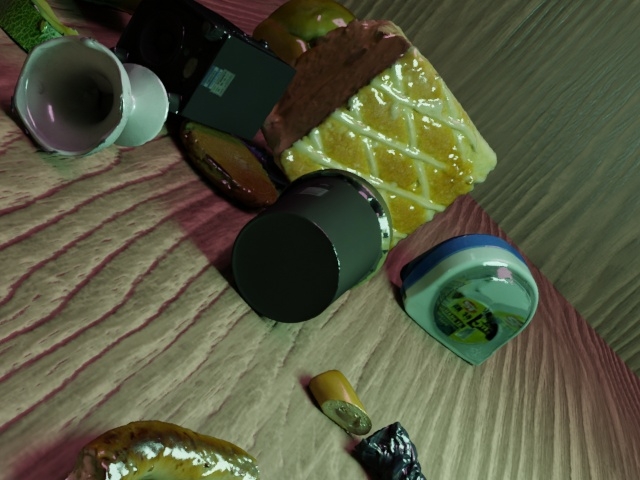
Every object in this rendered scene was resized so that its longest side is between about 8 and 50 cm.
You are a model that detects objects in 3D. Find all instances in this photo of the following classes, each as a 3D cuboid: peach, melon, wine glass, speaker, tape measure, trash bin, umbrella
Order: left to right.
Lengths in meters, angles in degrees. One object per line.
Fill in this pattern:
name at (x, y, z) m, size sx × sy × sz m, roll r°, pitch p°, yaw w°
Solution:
melon at (-0.421, -0.322, 1.335) m, size 0.209 × 0.064 × 0.118 m, roll 34°, pitch 17°, yaw -40°
wine glass at (-0.313, -0.200, 1.177) m, size 0.165 × 0.165 × 0.196 m, roll 48°, pitch 14°, yaw 2°
speaker at (-0.222, -0.336, 1.537) m, size 0.232 × 0.184 × 0.254 m, roll 40°, pitch 14°, yaw 27°
peach at (-0.019, -0.526, 2.284) m, size 0.314 × 0.281 × 0.315 m, roll 41°, pitch 10°, yaw 1°
trash bin at (0.000, 0.000, 1.365) m, size 0.214 × 0.214 × 0.334 m, roll 47°, pitch 24°, yaw -1°
umbrella at (0.134, 0.361, 1.147) m, size 0.224 × 0.080 × 0.071 m, roll 58°, pitch -16°, yaw 12°
tape measure at (0.331, 0.121, 1.787) m, size 0.259 × 0.262 × 0.138 m, roll 36°, pitch 32°, yaw -28°

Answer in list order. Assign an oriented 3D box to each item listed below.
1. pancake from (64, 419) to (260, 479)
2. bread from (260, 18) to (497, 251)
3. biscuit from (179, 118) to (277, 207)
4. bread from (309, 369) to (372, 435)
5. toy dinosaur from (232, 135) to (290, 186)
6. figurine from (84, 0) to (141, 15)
pancake at (-0.120, 0.274, 0.777) m, size 0.266 × 0.057 × 0.244 m, roll 29°, pitch 26°, yaw -44°
bread at (0.107, -0.218, 1.741) m, size 0.390 × 0.371 × 0.279 m, roll 44°, pitch 16°, yaw -35°
biscuit at (-0.171, -0.142, 1.536) m, size 0.226 × 0.042 × 0.226 m, roll 40°, pitch 19°, yaw -16°
bread at (0.029, 0.233, 1.196) m, size 0.062 × 0.049 × 0.103 m, roll 20°, pitch 31°, yaw -54°
toy dinosaur at (-0.123, -0.159, 1.676) m, size 0.197 × 0.045 × 0.080 m, roll 44°, pitch 21°, yaw 19°
figurine at (-0.414, -0.563, 1.583) m, size 0.340 × 0.231 × 0.323 m, roll 15°, pitch 31°, yaw -49°
